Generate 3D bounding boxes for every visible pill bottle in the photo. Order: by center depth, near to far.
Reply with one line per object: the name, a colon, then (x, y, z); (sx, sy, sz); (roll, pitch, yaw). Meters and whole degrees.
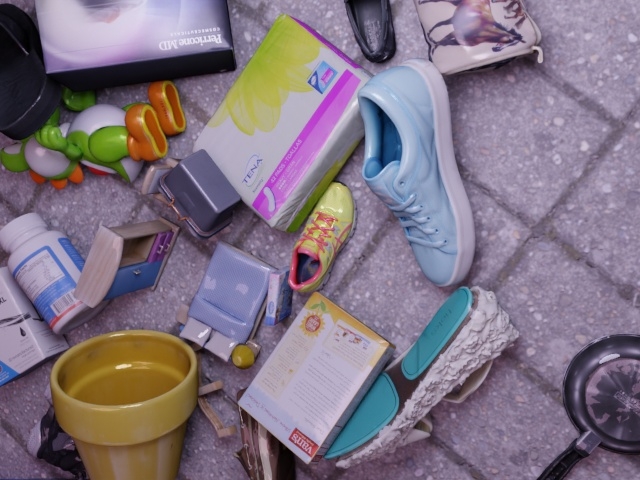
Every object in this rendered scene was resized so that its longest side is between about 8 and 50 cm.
pill bottle: (-0.516, 0.059, 1.418); (0.124, 0.124, 0.221); (-40, 82, 18)

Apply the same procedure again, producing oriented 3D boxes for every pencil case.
pencil case: (0.210, -0.440, 1.098); (0.184, 0.160, 0.410); (-13, 92, 34)

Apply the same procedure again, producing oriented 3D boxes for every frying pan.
frying pan: (0.428, 0.275, 1.173); (0.326, 0.053, 0.197); (-32, 85, 16)

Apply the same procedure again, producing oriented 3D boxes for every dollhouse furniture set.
dollhouse furniture set: (-0.210, 0.052, 1.276); (0.303, 0.198, 0.286); (28, 105, 13)

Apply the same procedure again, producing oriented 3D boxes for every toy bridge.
toy bridge: (-0.210, 0.277, 1.384); (0.063, 0.026, 0.188); (-26, 80, 39)

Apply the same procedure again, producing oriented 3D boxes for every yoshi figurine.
yoshi figurine: (-0.444, -0.218, 1.336); (0.362, 0.203, 0.203); (-8, 75, 20)

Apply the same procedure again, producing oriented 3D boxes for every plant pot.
plant pot: (-0.344, 0.325, 1.343); (0.254, 0.254, 0.239); (8, 115, 17)

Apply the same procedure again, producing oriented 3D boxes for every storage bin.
storage bin: (-0.201, -0.080, 1.227); (0.135, 0.098, 0.091); (52, 147, 1)

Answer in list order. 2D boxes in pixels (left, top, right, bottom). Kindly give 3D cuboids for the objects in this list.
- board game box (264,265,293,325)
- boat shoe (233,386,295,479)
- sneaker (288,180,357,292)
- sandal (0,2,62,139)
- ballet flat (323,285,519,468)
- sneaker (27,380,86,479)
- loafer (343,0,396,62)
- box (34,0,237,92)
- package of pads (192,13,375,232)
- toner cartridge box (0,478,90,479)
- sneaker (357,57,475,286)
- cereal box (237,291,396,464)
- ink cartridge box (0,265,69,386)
board game box: (-0.070, 0.095, 1.290); (0.020, 0.090, 0.090); (8, 99, 15)
boat shoe: (-0.107, 0.389, 1.342); (0.095, 0.095, 0.257); (-6, 82, 22)
sneaker: (0.000, 0.000, 1.255); (0.081, 0.094, 0.208); (21, 101, 17)
sandal: (-0.577, -0.334, 1.306); (0.167, 0.107, 0.446); (-48, 48, 1)
ballet flat: (0.167, 0.252, 1.217); (0.147, 0.147, 0.409); (44, 108, 9)
sneaker: (-0.465, 0.350, 1.451); (0.153, 0.101, 0.268); (33, 111, 11)
loafer: (0.074, -0.399, 1.191); (0.076, 0.078, 0.223); (-12, 93, 19)
box: (-0.304, -0.418, 1.210); (0.296, 0.183, 0.294); (-9, 94, -4)
package of pads: (-0.057, -0.195, 1.227); (0.229, 0.101, 0.296); (43, 107, 23)
toner cartridge box: (-0.567, 0.583, 1.522); (0.348, 0.075, 0.165); (-6, 96, 19)
sneaker: (0.128, -0.083, 1.135); (0.135, 0.150, 0.365); (11, 120, 58)
cereal box: (-0.008, 0.230, 1.251); (0.173, 0.047, 0.240); (34, 89, 29)
ink cartridge box: (-0.625, 0.169, 1.486); (0.148, 0.086, 0.203); (-31, 87, 19)
